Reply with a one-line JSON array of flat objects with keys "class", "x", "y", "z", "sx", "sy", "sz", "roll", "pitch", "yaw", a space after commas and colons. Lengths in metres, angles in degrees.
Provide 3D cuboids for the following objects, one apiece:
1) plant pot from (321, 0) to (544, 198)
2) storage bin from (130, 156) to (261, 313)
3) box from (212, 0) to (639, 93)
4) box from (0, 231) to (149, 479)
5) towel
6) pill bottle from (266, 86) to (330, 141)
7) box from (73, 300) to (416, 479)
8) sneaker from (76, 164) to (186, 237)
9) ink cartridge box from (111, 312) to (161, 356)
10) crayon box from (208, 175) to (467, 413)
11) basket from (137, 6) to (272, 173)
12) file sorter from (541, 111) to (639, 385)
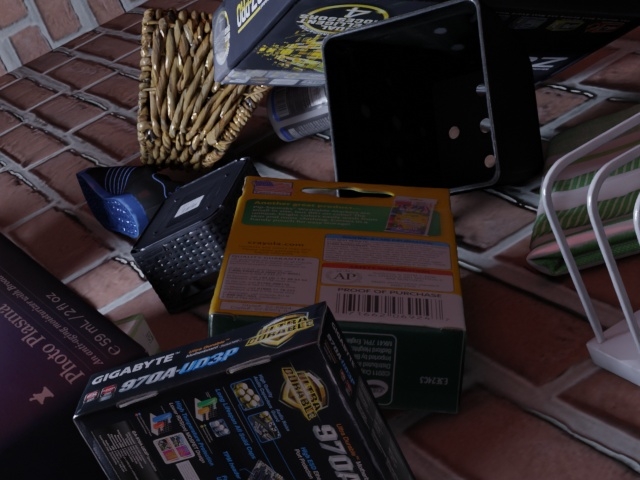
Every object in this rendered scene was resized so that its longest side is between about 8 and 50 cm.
[{"class": "plant pot", "x": 0.132, "y": -0.126, "z": 1.653, "sx": 0.187, "sy": 0.188, "sz": 0.167, "roll": -12, "pitch": -11, "yaw": 34}, {"class": "storage bin", "x": -0.125, "y": -0.009, "z": 1.807, "sx": 0.122, "sy": 0.084, "sz": 0.180, "roll": -25, "pitch": 17, "yaw": 20}, {"class": "box", "x": 0.110, "y": -0.247, "z": 1.744, "sx": 0.395, "sy": 0.097, "sz": 0.318, "roll": 1, "pitch": -9, "yaw": -20}, {"class": "box", "x": -0.326, "y": 0.155, "z": 1.330, "sx": 0.294, "sy": 0.183, "sz": 0.296, "roll": -36, "pitch": 49, "yaw": -26}, {"class": "towel", "x": 0.318, "y": -0.073, "z": 1.521, "sx": 0.248, "sy": 0.038, "sz": 0.325, "roll": -19, "pitch": 20, "yaw": 20}, {"class": "pill bottle", "x": 0.004, "y": -0.186, "z": 2.147, "sx": 0.137, "sy": 0.078, "sz": 0.078, "roll": -15, "pitch": 21, "yaw": 25}, {"class": "box", "x": -0.033, "y": 0.162, "z": 1.045, "sx": 0.175, "sy": 0.220, "sz": 0.051, "roll": -19, "pitch": 25, "yaw": 19}, {"class": "sneaker", "x": -0.249, "y": -0.061, "z": 2.140, "sx": 0.090, "sy": 0.081, "sz": 0.232, "roll": -28, "pitch": 25, "yaw": -20}, {"class": "ink cartridge box", "x": -0.272, "y": 0.168, "z": 1.588, "sx": 0.171, "sy": 0.056, "sz": 0.235, "roll": -17, "pitch": 19, "yaw": 21}, {"class": "crayon box", "x": 0.018, "y": 0.039, "z": 1.407, "sx": 0.203, "sy": 0.083, "sz": 0.323, "roll": 4, "pitch": 22, "yaw": 1}, {"class": "basket", "x": -0.132, "y": -0.196, "z": 2.173, "sx": 0.223, "sy": 0.213, "sz": 0.299, "roll": 3, "pitch": 3, "yaw": -5}, {"class": "file sorter", "x": 0.309, "y": 0.003, "z": 1.123, "sx": 0.193, "sy": 0.173, "sz": 0.277, "roll": -29, "pitch": 19, "yaw": -13}]
